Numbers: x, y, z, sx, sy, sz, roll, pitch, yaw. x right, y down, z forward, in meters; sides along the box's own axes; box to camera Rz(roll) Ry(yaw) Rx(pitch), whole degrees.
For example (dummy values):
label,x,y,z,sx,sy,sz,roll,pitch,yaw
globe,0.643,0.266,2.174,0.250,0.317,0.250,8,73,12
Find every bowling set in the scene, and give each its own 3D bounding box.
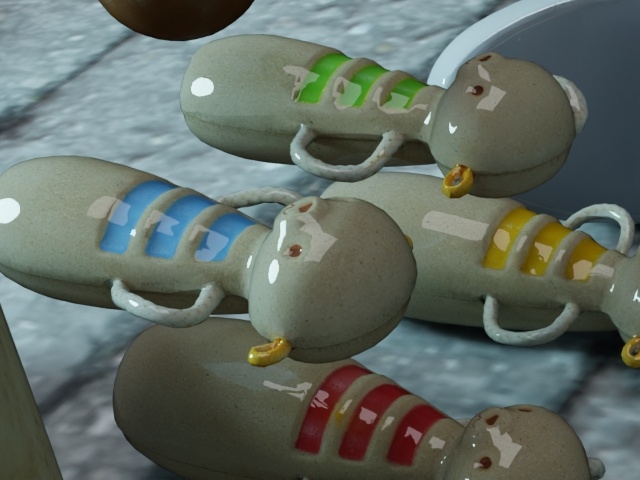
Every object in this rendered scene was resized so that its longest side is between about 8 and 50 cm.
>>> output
label,x,y,z,sx,sy,sz,roll,pitch,yaw
bowling set,0.000,0.000,0.537,0.154,0.200,0.287,12,38,31

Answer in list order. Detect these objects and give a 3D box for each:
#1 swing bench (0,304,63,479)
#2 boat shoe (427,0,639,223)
label,x,y,z,sx,sy,sz,roll,pitch,yaw
swing bench,-0.097,0.135,0.285,0.165,0.255,0.253,-26,21,21
boat shoe,0.151,-0.069,0.738,0.258,0.095,0.084,-7,22,-20
